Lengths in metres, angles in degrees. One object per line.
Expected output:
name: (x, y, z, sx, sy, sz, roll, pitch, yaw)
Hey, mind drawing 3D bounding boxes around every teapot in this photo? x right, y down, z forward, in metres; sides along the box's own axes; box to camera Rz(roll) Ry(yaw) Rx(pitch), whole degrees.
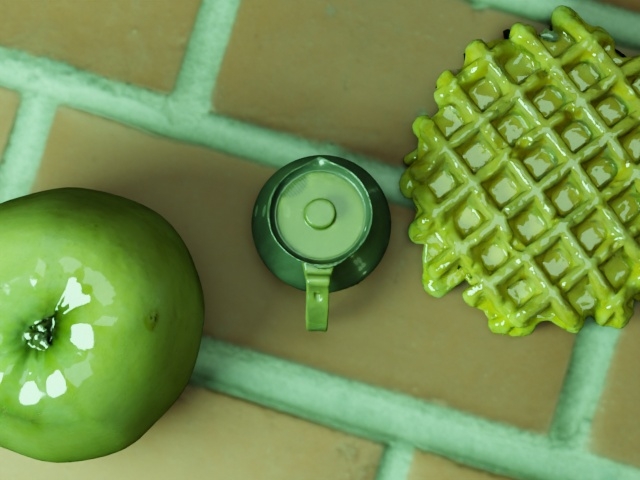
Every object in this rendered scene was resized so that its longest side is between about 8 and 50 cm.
teapot: (0.000, 0.000, 1.649, 0.130, 0.119, 0.165, 2, 83, 1)

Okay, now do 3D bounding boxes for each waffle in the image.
waffle: (0.225, -0.056, 1.686, 0.329, 0.062, 0.329, 0, 82, 0)

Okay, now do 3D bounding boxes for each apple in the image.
apple: (-0.232, 0.077, 1.587, 0.262, 0.262, 0.262, 0, 82, 0)
